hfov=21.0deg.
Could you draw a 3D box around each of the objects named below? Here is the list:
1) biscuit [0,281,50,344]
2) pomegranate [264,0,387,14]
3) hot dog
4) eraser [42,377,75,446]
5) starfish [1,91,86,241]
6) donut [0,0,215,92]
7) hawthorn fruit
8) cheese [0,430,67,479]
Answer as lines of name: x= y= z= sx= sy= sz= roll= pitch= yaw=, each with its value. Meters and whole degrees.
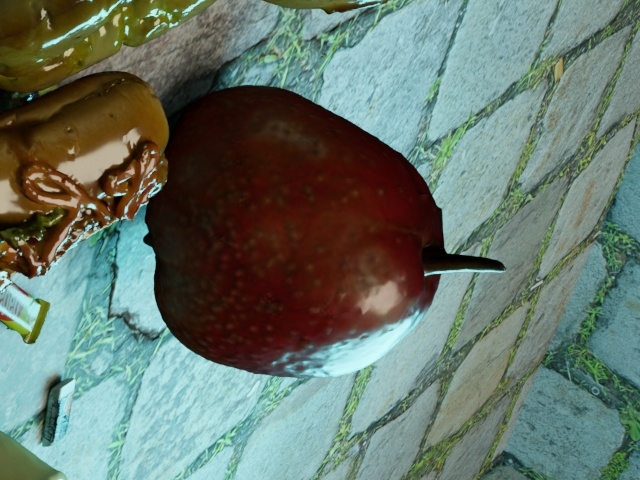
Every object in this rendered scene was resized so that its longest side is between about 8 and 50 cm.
biscuit: x=-0.303 y=0.035 z=1.525 sx=0.292 sy=0.026 sz=0.048 roll=57 pitch=47 yaw=-69
pomegranate: x=0.005 y=-0.311 z=1.394 sx=0.281 sy=0.281 sz=0.281 roll=-48 pitch=159 yaw=-26
hot dog: x=-0.260 y=-0.009 z=1.287 sx=0.349 sy=0.117 sz=0.158 roll=-25 pitch=159 yaw=-28
eraser: x=-0.276 y=0.182 z=1.821 sx=0.027 sy=0.019 sz=0.099 roll=-37 pitch=151 yaw=-45
starfish: x=-0.236 y=-0.074 z=1.466 sx=0.238 sy=0.071 sz=0.216 roll=-34 pitch=145 yaw=-51
donut: x=-0.157 y=-0.209 z=1.236 sx=0.261 sy=0.128 sz=0.208 roll=-28 pitch=175 yaw=-5
hawthorn fruit: x=0.000 y=0.000 z=1.697 sx=0.285 sy=0.369 sz=0.284 roll=10 pitch=90 yaw=-75
cheese: x=-0.413 y=0.404 z=1.696 sx=0.384 sy=0.104 sz=0.384 roll=-50 pitch=160 yaw=-26
